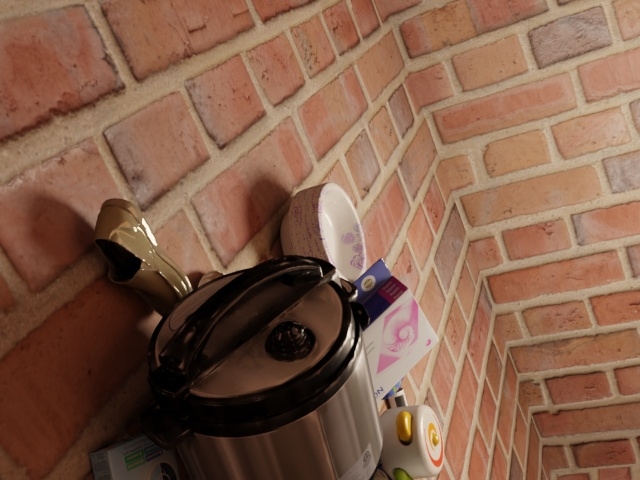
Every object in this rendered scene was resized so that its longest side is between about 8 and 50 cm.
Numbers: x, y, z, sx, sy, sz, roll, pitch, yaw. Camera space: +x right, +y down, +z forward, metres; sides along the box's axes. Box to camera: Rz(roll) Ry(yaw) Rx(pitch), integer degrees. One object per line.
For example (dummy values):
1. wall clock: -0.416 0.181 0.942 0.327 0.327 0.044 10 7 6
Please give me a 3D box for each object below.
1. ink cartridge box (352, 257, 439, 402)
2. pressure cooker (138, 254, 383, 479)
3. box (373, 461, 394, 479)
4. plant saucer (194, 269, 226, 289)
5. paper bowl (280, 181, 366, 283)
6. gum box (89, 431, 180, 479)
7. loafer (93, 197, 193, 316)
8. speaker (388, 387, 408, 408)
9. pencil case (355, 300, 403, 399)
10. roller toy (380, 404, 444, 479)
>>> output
1. ink cartridge box: 0.128 0.266 1.828 0.324 0.071 0.330 -43 129 -10
2. pressure cooker: -0.088 0.238 1.203 0.370 0.375 0.420 -89 168 -56
3. box: 0.169 0.602 1.960 0.126 0.072 0.137 54 32 -38
4. plant saucer: -0.217 0.147 1.462 0.168 0.029 0.168 38 45 -51
5. paper bowl: 0.000 0.000 1.842 0.284 0.148 0.284 40 42 -50
6. gum box: -0.292 0.415 1.153 0.157 0.041 0.184 -2 80 -65
7. loafer: -0.318 0.052 1.231 0.268 0.102 0.092 62 38 -32
8. speaker: 0.248 0.530 2.180 0.055 0.055 0.136 -18 94 -65
9. pencil case: 0.136 0.307 1.978 0.306 0.133 0.119 65 27 -24
10. roller toy: 0.250 0.542 1.899 0.191 0.146 0.209 -25 99 -66
